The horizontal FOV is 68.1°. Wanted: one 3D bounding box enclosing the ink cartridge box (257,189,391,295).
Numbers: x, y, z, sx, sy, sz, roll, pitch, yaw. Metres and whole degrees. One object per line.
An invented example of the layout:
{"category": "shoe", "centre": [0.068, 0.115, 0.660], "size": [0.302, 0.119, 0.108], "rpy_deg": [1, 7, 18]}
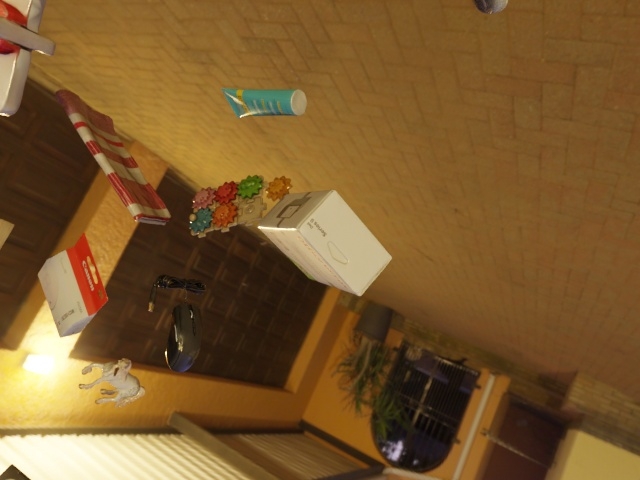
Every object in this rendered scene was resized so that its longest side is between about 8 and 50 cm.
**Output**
{"category": "ink cartridge box", "centre": [0.000, 0.000, 1.096], "size": [0.211, 0.121, 0.289], "rpy_deg": [47, 165, -19]}

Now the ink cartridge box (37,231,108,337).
{"category": "ink cartridge box", "centre": [-0.617, 0.114, 1.170], "size": [0.066, 0.189, 0.232], "rpy_deg": [-13, 162, -44]}

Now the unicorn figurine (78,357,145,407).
{"category": "unicorn figurine", "centre": [-0.372, 0.250, 0.853], "size": [0.111, 0.060, 0.162], "rpy_deg": [-16, 148, 6]}

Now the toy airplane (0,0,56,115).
{"category": "toy airplane", "centre": [-0.513, -0.296, 0.546], "size": [0.385, 0.385, 0.272], "rpy_deg": [-25, 166, 25]}

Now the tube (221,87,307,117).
{"category": "tube", "centre": [-0.126, -0.301, 1.033], "size": [0.207, 0.052, 0.080], "rpy_deg": [11, 140, 35]}

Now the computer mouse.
{"category": "computer mouse", "centre": [-0.383, 0.217, 1.277], "size": [0.060, 0.261, 0.184], "rpy_deg": [-7, 158, 34]}

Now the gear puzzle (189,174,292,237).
{"category": "gear puzzle", "centre": [-0.241, -0.119, 1.392], "size": [0.339, 0.175, 0.044], "rpy_deg": [-12, 147, 17]}

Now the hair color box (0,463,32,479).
{"category": "hair color box", "centre": [-0.610, 0.597, 0.966], "size": [0.185, 0.110, 0.338], "rpy_deg": [40, 131, 2]}

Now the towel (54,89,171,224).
{"category": "towel", "centre": [-0.481, -0.186, 1.133], "size": [0.328, 0.037, 0.237], "rpy_deg": [58, 178, -1]}

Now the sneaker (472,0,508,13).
{"category": "sneaker", "centre": [0.208, -0.330, 0.570], "size": [0.061, 0.152, 0.053], "rpy_deg": [-3, 147, 1]}

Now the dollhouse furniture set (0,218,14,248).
{"category": "dollhouse furniture set", "centre": [-0.661, 0.022, 0.843], "size": [0.123, 0.144, 0.151], "rpy_deg": [33, 145, -32]}
